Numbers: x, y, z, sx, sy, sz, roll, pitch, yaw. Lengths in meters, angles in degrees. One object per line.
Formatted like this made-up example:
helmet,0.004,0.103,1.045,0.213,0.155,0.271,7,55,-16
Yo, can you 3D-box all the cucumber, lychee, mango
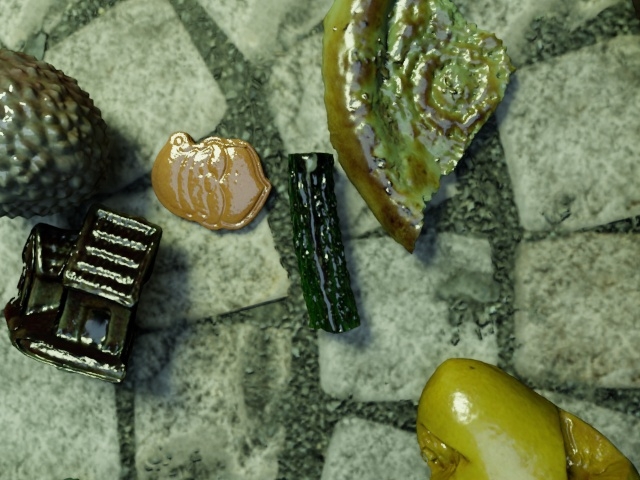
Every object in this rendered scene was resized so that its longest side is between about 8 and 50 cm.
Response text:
cucumber,-0.001,0.000,0.505,0.058,0.058,0.187,-9,91,4
lychee,-0.301,-0.102,0.467,0.197,0.165,0.165,34,94,-14
mango,0.196,0.231,0.468,0.262,0.130,0.167,43,92,6

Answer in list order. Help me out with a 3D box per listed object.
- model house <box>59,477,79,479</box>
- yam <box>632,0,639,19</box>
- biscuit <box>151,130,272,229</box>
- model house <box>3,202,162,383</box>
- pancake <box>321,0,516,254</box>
model house,-0.360,0.450,0.429,0.252,0.295,0.329,-14,89,9
yam,0.310,-0.274,0.409,0.131,0.131,0.279,-33,109,5
biscuit,-0.117,-0.064,0.528,0.130,0.019,0.102,15,95,2
model house,-0.241,0.037,0.497,0.165,0.106,0.152,18,95,-1
pancake,0.098,-0.175,0.492,0.197,0.054,0.376,-2,94,3
